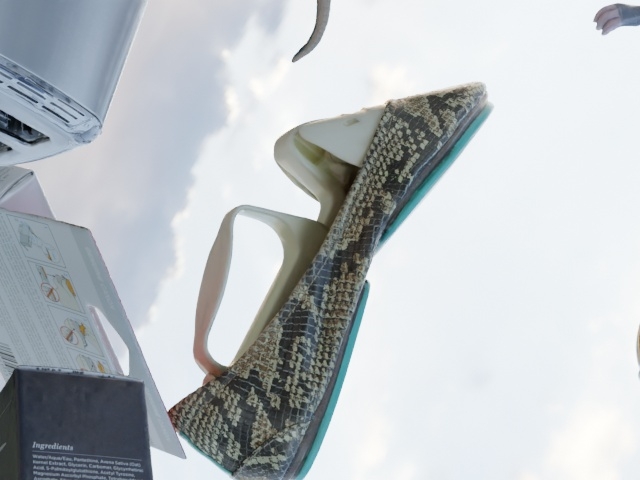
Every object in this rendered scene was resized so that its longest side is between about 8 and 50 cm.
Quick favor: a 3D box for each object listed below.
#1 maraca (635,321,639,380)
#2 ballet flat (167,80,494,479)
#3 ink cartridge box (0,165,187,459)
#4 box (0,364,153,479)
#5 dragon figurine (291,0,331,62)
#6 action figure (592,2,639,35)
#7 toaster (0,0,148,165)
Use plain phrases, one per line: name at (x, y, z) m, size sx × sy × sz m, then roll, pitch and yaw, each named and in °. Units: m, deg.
maraca at (0.330, 0.058, 1.246) m, size 0.186 × 0.099 × 0.127 m, roll -34°, pitch 163°, yaw -7°
ballet flat at (0.000, 0.000, 1.489) m, size 0.483 × 0.182 × 0.164 m, roll -61°, pitch -175°, yaw -23°
ink cartridge box at (-0.233, 0.058, 1.420) m, size 0.239 × 0.275 × 0.060 m, roll 12°, pitch -136°, yaw 35°
box at (-0.200, 0.221, 1.182) m, size 0.153 × 0.108 × 0.207 m, roll -50°, pitch -140°, yaw 46°
dragon figurine at (-0.035, -0.309, 1.332) m, size 0.085 × 0.289 × 0.144 m, roll -23°, pitch -144°, yaw -14°
action figure at (0.466, -0.230, 1.554) m, size 0.276 × 0.248 × 0.370 m, roll -43°, pitch -115°, yaw 40°
toaster at (-0.226, -0.149, 1.042) m, size 0.129 × 0.227 × 0.146 m, roll -11°, pitch -120°, yaw 38°
